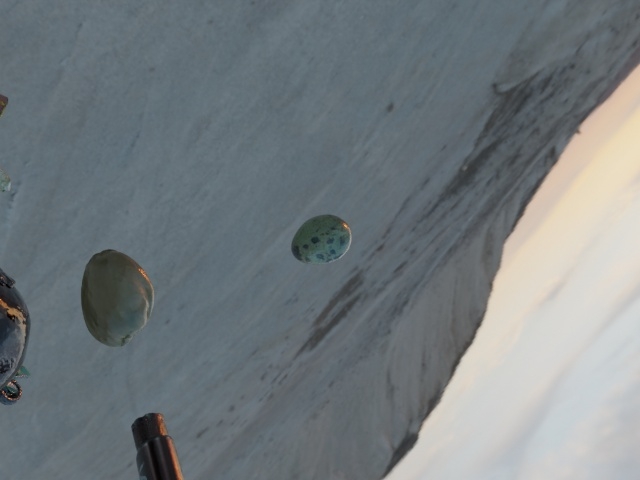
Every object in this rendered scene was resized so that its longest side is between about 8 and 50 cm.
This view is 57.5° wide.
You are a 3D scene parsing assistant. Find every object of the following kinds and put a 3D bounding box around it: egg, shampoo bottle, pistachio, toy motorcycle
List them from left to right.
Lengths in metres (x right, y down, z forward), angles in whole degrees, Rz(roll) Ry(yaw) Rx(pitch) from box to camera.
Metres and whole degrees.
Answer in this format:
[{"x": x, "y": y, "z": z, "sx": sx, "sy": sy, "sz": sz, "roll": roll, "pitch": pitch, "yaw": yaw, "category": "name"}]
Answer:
[{"x": -0.704, "y": 0.267, "z": 1.231, "sx": 0.074, "sy": 0.190, "sz": 0.106, "roll": -29, "pitch": -147, "yaw": 13, "category": "toy motorcycle"}, {"x": -0.314, "y": 0.086, "z": 0.901, "sx": 0.113, "sy": 0.149, "sz": 0.113, "roll": -22, "pitch": 176, "yaw": -2, "category": "pistachio"}, {"x": -0.315, "y": 0.500, "z": 1.172, "sx": 0.084, "sy": 0.323, "sz": 0.129, "roll": -2, "pitch": 131, "yaw": -30, "category": "shampoo bottle"}, {"x": 0.000, "y": 0.000, "z": 1.673, "sx": 0.181, "sy": 0.141, "sz": 0.141, "roll": -22, "pitch": 174, "yaw": 11, "category": "egg"}]

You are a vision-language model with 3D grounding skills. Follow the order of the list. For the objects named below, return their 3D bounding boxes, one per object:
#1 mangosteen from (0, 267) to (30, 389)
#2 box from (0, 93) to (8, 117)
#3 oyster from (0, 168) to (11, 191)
[{"x": -0.685, "y": 0.177, "z": 0.999, "sx": 0.347, "sy": 0.307, "sz": 0.307, "roll": -51, "pitch": 171, "yaw": -16, "category": "mangosteen"}, {"x": -1.217, "y": -0.445, "z": 1.890, "sx": 0.313, "sy": 0.089, "sz": 0.197, "roll": 26, "pitch": 105, "yaw": -33, "category": "box"}, {"x": -0.640, "y": -0.177, "z": 1.092, "sx": 0.081, "sy": 0.191, "sz": 0.163, "roll": -31, "pitch": -162, "yaw": -11, "category": "oyster"}]
